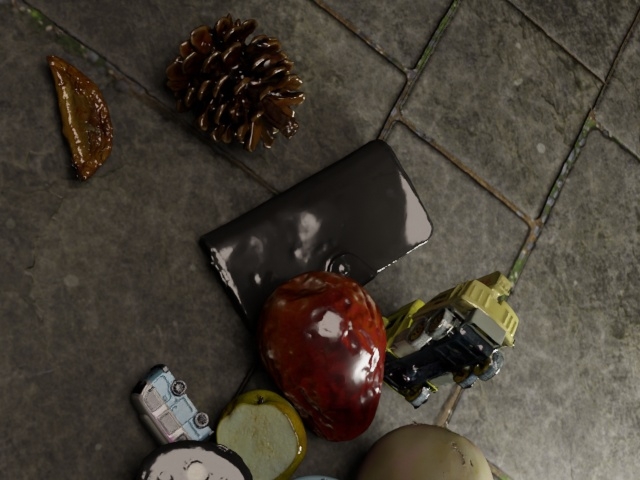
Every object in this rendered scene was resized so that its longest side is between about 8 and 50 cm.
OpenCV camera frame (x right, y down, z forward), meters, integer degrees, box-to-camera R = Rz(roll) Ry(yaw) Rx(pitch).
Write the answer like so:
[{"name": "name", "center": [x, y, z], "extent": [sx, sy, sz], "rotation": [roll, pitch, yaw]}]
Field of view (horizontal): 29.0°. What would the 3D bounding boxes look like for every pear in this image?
[{"name": "pear", "center": [-0.079, 0.282, 1.781], "extent": [0.141, 0.141, 0.104], "rotation": [66, 18, 0]}]

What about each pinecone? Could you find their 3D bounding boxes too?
[{"name": "pinecone", "center": [-0.116, -0.228, 1.850], "extent": [0.212, 0.168, 0.185], "rotation": [40, 78, 0]}]

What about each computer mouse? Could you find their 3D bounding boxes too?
[{"name": "computer mouse", "center": [-0.194, 0.408, 1.704], "extent": [0.170, 0.100, 0.269], "rotation": [13, 80, -12]}]

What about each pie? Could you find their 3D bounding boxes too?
[{"name": "pie", "center": [-0.344, -0.176, 1.798], "extent": [0.088, 0.033, 0.191], "rotation": [-9, 81, -44]}]

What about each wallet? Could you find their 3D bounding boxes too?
[{"name": "wallet", "center": [0.000, 0.000, 1.925], "extent": [0.377, 0.051, 0.197], "rotation": [-30, 95, -28]}]

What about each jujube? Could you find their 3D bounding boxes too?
[{"name": "jujube", "center": [0.008, 0.171, 1.811], "extent": [0.190, 0.190, 0.255], "rotation": [-29, 125, -29]}]

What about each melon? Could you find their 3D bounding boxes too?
[{"name": "melon", "center": [0.143, 0.419, 1.809], "extent": [0.223, 0.223, 0.317], "rotation": [19, 72, -22]}]

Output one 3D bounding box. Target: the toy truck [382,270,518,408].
[{"name": "toy truck", "center": [0.187, 0.139, 1.868], "extent": [0.124, 0.272, 0.157], "rotation": [41, 57, -12]}]

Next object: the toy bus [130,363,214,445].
[{"name": "toy bus", "center": [-0.217, 0.243, 1.754], "extent": [0.075, 0.060, 0.123], "rotation": [-38, 99, -25]}]

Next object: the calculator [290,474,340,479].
[{"name": "calculator", "center": [-0.023, 0.467, 1.684], "extent": [0.188, 0.042, 0.303], "rotation": [8, 60, 9]}]
